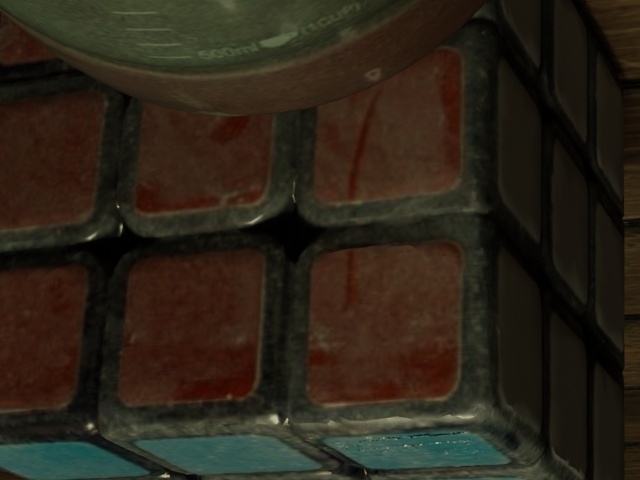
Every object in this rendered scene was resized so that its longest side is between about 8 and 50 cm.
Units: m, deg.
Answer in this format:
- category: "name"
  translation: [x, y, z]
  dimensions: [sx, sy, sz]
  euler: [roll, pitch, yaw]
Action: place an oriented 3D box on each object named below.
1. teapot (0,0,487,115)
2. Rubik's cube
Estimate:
- category: "teapot"
  translation: [-0.015, -0.192, 0.466]
  dimensions: [0.315, 0.233, 0.312]
  euler: [-12, 167, 10]
- category: "Rubik's cube"
  translation: [0.000, 0.000, 0.945]
  dimensions: [0.305, 0.303, 0.301]
  euler: [-4, 159, 23]
